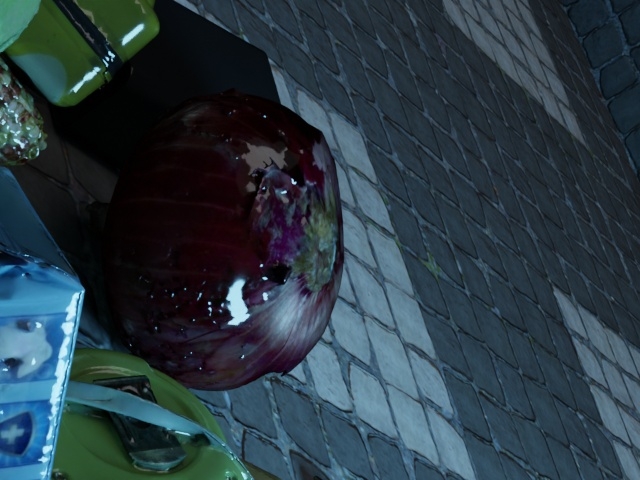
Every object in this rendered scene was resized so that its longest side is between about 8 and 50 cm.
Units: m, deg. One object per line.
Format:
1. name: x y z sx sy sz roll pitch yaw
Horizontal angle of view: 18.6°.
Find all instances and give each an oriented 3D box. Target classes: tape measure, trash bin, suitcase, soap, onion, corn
1. tape measure: -0.141 0.148 1.311 0.200 0.106 0.175 3 40 -34
2. trash bin: -0.143 -0.131 1.761 0.225 0.115 0.165 29 36 -48
3. suitcase: -0.231 -0.227 1.548 0.235 0.143 0.194 51 -6 -21
4. soap: -0.201 0.094 1.083 0.077 0.293 0.156 -1 30 -28
5. onion: -0.090 -0.003 1.576 0.252 0.219 0.252 -41 139 -48
6. corn: -0.294 -0.150 1.474 0.237 0.079 0.079 50 22 -28

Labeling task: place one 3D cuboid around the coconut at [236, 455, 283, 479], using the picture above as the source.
1. coconut: -0.066 0.214 1.415 0.116 0.122 0.116 48 22 -26

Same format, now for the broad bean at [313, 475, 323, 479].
1. broad bean: 0.084 0.345 1.674 0.339 0.061 0.077 63 9 10

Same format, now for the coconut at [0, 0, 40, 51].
1. coconut: -0.330 -0.170 1.139 0.328 0.328 0.281 -82 167 -61
